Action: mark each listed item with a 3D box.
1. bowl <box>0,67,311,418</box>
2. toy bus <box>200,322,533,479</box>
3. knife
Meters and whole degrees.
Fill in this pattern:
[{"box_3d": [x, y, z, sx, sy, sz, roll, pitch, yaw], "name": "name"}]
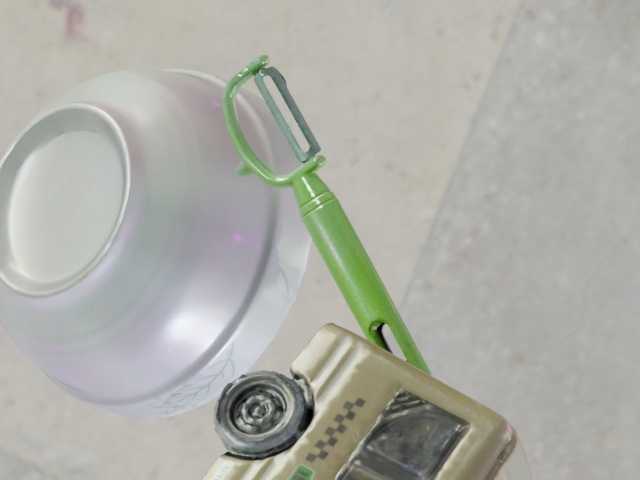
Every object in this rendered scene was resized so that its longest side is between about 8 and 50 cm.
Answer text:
[{"box_3d": [-0.159, -0.012, 1.501, 0.144, 0.287, 0.287, 25, 53, -50], "name": "bowl"}, {"box_3d": [-0.018, 0.198, 0.957, 0.157, 0.139, 0.289, 24, 61, 29], "name": "toy bus"}, {"box_3d": [0.000, 0.000, 1.063, 0.212, 0.054, 0.015, 61, 25, 8], "name": "knife"}]
